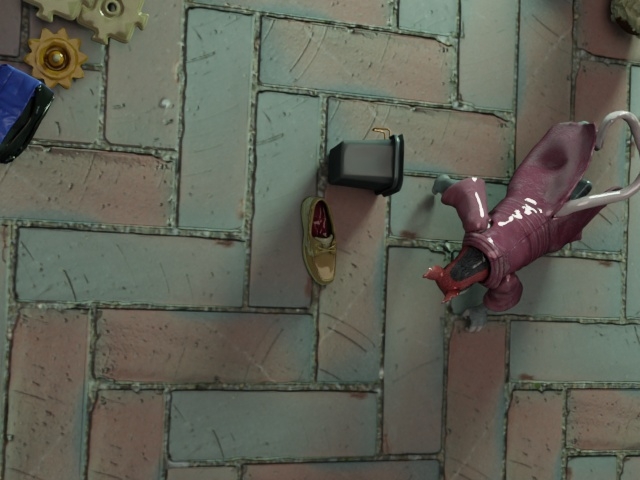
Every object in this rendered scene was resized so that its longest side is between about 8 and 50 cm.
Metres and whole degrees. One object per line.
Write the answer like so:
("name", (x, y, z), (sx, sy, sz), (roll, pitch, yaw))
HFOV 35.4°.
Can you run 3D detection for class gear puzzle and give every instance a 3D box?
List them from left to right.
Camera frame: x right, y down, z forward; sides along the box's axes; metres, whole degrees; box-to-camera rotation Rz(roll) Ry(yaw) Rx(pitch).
("gear puzzle", (-0.317, -0.365, 1.400), (0.175, 0.044, 0.339), (20, 84, -20))

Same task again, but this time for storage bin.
("storage bin", (0.065, -0.119, 1.486), (0.091, 0.135, 0.098), (3, 87, -10))

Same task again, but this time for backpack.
("backpack", (-0.422, -0.167, 1.325), (0.101, 0.098, 0.120), (27, 88, 4))

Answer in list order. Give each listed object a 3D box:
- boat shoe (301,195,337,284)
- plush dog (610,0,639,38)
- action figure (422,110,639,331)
("boat shoe", (0.000, 0.000, 1.499), (0.050, 0.045, 0.135), (-12, 93, -20))
("plush dog", (0.568, -0.488, 1.626), (0.210, 0.225, 0.263), (-32, 99, -18))
("action figure", (0.309, -0.006, 1.507), (0.370, 0.275, 0.248), (-37, 107, -31))
